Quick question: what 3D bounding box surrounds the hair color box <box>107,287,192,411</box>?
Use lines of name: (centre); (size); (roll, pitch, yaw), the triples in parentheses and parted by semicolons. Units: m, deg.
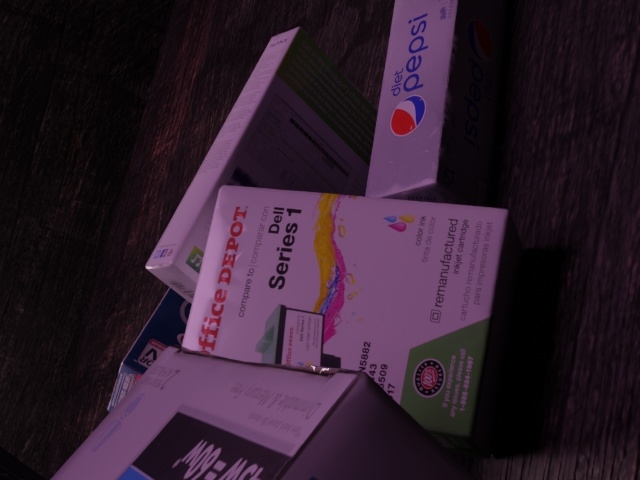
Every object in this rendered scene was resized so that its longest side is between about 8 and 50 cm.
hair color box: (-0.168, 0.097, 1.491); (0.347, 0.105, 0.174); (-62, 0, -35)

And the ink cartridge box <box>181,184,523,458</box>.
ink cartridge box: (0.028, 0.069, 0.945); (0.117, 0.278, 0.202); (47, -128, -63)

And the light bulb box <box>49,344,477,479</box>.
light bulb box: (0.008, 0.263, 0.628); (0.225, 0.361, 0.358); (-50, 15, -17)

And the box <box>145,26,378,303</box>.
box: (-0.027, -0.039, 1.144); (0.058, 0.232, 0.322); (-5, 51, 48)

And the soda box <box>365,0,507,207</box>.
soda box: (0.128, -0.158, 1.113); (0.098, 0.091, 0.286); (-14, 58, 42)

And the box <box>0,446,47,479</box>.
box: (-0.320, 0.375, 0.847); (0.297, 0.472, 0.480); (-45, 26, -7)
